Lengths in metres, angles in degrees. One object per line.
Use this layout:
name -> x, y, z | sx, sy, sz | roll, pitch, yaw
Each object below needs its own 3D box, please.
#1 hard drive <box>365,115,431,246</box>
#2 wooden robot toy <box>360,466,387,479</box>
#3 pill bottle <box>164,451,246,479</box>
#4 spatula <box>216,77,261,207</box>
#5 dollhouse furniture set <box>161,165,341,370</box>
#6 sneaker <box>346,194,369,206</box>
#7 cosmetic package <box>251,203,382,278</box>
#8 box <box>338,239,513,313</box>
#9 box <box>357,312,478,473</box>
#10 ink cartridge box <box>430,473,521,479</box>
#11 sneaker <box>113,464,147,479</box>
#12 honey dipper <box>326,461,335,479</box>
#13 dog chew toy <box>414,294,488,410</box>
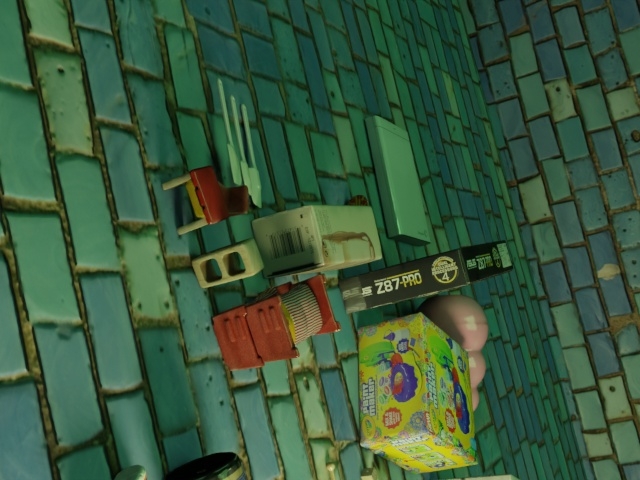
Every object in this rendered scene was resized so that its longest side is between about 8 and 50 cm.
hard drive -> 0.227, -0.168, 2.482 | 0.233, 0.047, 0.353 | 13, 64, -60
wooden robot toy -> 0.154, 0.573, 1.876 | 0.076, 0.079, 0.173 | -28, 100, -63
pill bottle -> -0.151, 0.449, 1.313 | 0.123, 0.122, 0.219 | -23, 96, -63
spatula -> -0.166, -0.198, 1.748 | 0.168, 0.019, 0.242 | 38, 37, -64
dollhouse furniture set -> -0.120, 0.033, 1.578 | 0.201, 0.152, 0.374 | -27, 99, -63
sneaker -> 0.093, -0.034, 2.150 | 0.067, 0.064, 0.175 | 67, 24, -61
cosmetic package -> 0.000, 0.000, 1.834 | 0.296, 0.153, 0.129 | -5, 81, -62
box -> 0.271, 0.086, 2.117 | 0.395, 0.318, 0.097 | -8, 81, -62
box -> 0.229, 0.369, 2.032 | 0.279, 0.177, 0.290 | 39, 42, -47
ink cartridge box -> 0.406, 0.656, 2.160 | 0.160, 0.219, 0.093 | 38, 46, -48
sneaker -> -0.273, 0.386, 1.188 | 0.065, 0.061, 0.158 | 68, 27, -24
honey dipper -> 0.036, 0.529, 1.731 | 0.030, 0.030, 0.161 | 20, 55, -58
dog chew toy -> 0.352, 0.316, 2.290 | 0.206, 0.206, 0.332 | 16, 70, -59
